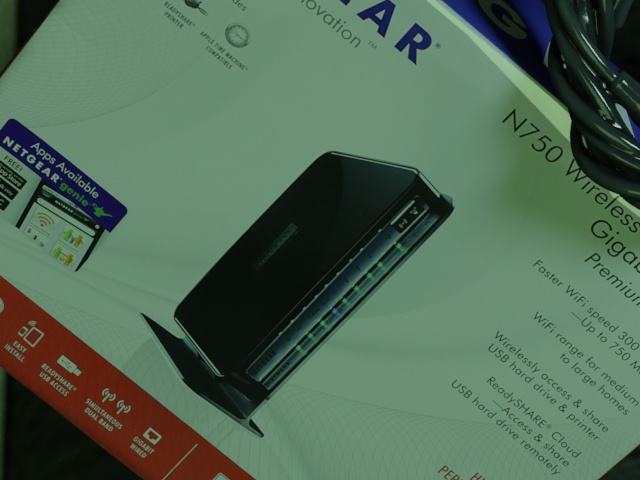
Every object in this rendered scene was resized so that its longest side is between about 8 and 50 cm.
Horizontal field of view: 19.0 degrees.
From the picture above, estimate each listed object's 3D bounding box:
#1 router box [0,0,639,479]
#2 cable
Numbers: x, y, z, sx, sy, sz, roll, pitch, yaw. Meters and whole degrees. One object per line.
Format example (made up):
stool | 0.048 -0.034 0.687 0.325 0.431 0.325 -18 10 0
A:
router box | 0.000 0.000 0.907 0.335 0.082 0.301 39 120 -7
cable | 0.163 -0.095 0.804 0.150 0.047 0.184 -16 91 -11
